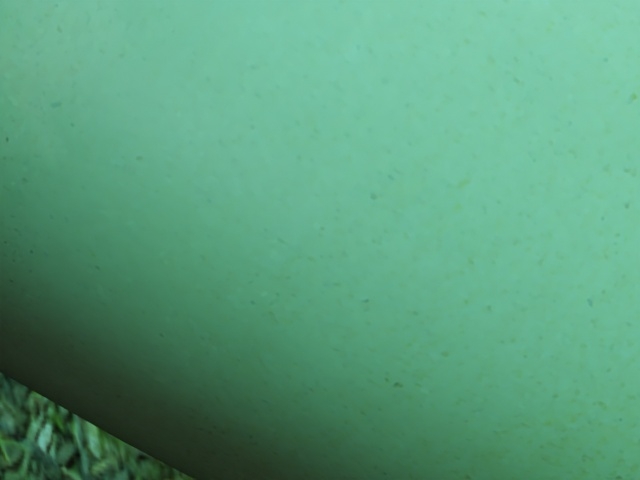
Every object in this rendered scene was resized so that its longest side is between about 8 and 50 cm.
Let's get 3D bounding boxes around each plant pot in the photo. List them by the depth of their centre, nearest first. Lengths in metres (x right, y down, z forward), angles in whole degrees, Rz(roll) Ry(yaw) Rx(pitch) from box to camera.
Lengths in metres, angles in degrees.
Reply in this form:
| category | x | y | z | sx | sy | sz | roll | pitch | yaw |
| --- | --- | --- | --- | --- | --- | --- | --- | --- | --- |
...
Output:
| category | x | y | z | sx | sy | sz | roll | pitch | yaw |
| --- | --- | --- | --- | --- | --- | --- | --- | --- | --- |
| plant pot | 0.077 | -0.002 | 0.500 | 0.274 | 0.256 | 0.256 | 36 | 131 | 8 |
